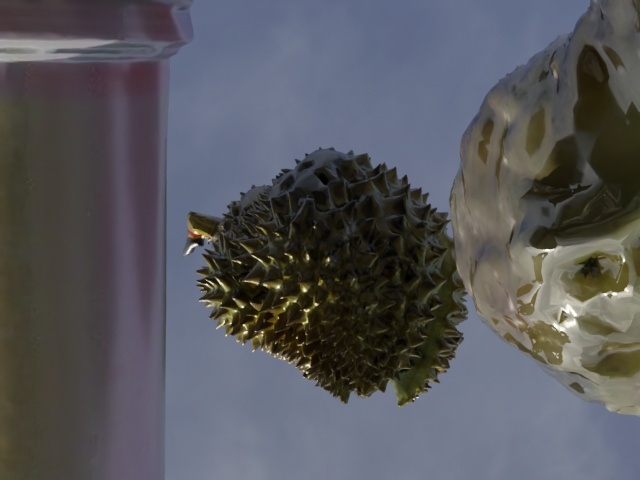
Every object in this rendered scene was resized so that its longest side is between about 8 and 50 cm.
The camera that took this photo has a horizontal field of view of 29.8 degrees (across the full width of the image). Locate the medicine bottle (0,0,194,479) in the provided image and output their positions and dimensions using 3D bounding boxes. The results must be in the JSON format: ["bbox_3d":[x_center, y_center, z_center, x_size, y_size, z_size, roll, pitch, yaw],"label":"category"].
[{"bbox_3d":[-0.100,0.134,0.398,0.108,0.108,0.426,3,-79,0],"label":"medicine bottle"}]

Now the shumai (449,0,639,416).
[{"bbox_3d":[0.196,-0.064,0.409,0.346,0.283,0.217,-19,-105,11],"label":"shumai"}]

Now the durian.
[{"bbox_3d":[0.000,0.000,0.862,0.237,0.138,0.193,22,-141,21],"label":"durian"}]
